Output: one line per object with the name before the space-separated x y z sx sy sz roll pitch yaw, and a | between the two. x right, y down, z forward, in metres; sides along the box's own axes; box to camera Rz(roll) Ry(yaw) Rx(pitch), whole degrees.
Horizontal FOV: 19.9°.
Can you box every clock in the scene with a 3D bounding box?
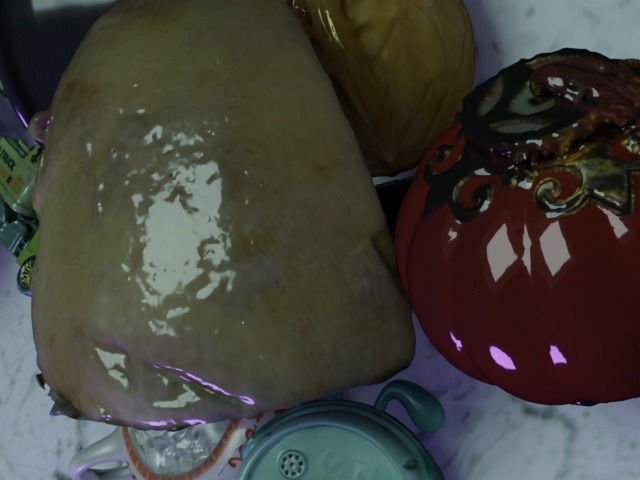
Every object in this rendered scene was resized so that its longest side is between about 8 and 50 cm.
clock | 0.006 0.175 1.192 0.148 0.060 0.188 10 88 16

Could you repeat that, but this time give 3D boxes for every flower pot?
flower pot | -0.137 -0.178 1.414 0.148 0.235 0.235 -7 71 23

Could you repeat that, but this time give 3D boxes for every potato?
potato | -0.084 -0.030 1.121 0.189 0.211 0.264 -158 55 -69

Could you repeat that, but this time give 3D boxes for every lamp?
lamp | 0.151 -0.012 1.044 0.227 0.227 0.227 -16 66 41

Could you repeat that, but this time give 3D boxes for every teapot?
teapot | -0.086 0.127 1.315 0.245 0.116 0.159 -37 66 27

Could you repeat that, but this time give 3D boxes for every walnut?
walnut | 0.025 -0.136 1.259 0.159 0.159 0.206 -35 56 32

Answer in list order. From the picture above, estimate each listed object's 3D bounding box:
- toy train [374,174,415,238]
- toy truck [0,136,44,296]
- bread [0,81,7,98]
toy train | 0.000 0.000 1.274 0.234 0.051 0.052 -14 76 29
toy truck | -0.217 -0.026 1.515 0.116 0.085 0.191 -58 43 9
bread | -0.224 -0.165 1.564 0.110 0.103 0.156 -50 52 6
